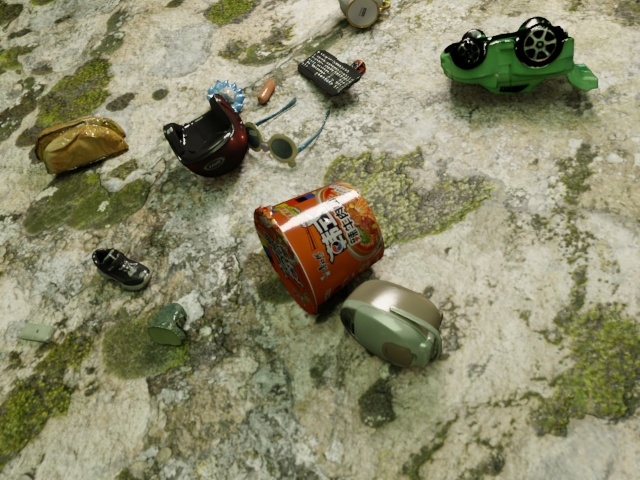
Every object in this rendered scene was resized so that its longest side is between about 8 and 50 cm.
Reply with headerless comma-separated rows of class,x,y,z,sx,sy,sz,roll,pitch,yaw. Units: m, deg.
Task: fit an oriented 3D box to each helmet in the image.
helmet,-0.286,-0.265,1.342,0.189,0.193,0.216,-27,46,10

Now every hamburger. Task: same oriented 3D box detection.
hamburger,-0.710,-0.292,1.501,0.262,0.131,0.124,-21,55,-7

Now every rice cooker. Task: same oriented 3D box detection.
rice cooker,0.141,0.159,1.000,0.206,0.145,0.127,18,53,20

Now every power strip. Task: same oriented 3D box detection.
power strip,-0.673,0.220,1.227,0.090,0.016,0.040,4,59,16

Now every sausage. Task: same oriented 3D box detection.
sausage,-0.159,-0.439,1.522,0.034,0.034,0.083,13,63,21

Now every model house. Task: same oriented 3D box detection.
model house,-0.331,0.184,1.152,0.078,0.066,0.083,-4,38,23

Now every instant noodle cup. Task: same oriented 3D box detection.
instant noodle cup,0.000,0.000,1.087,0.192,0.250,0.250,-30,56,-17

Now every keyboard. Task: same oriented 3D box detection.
keyboard,0.021,-0.488,1.483,0.106,0.016,0.262,-35,44,-3

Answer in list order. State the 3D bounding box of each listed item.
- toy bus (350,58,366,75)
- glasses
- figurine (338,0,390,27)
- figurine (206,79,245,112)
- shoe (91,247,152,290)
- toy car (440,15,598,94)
toy bus,0.087,-0.476,1.481,0.031,0.043,0.110,32,70,29
glasses,-0.092,-0.323,1.398,0.189,0.088,0.221,25,66,26
figurine,0.126,-0.792,1.624,0.189,0.142,0.264,11,54,-17
figurine,-0.271,-0.427,1.513,0.114,0.079,0.114,3,71,-10
shoe,-0.488,0.057,1.239,0.169,0.099,0.071,17,60,22
toy car,0.489,-0.450,1.290,0.358,0.177,0.213,-3,25,20
